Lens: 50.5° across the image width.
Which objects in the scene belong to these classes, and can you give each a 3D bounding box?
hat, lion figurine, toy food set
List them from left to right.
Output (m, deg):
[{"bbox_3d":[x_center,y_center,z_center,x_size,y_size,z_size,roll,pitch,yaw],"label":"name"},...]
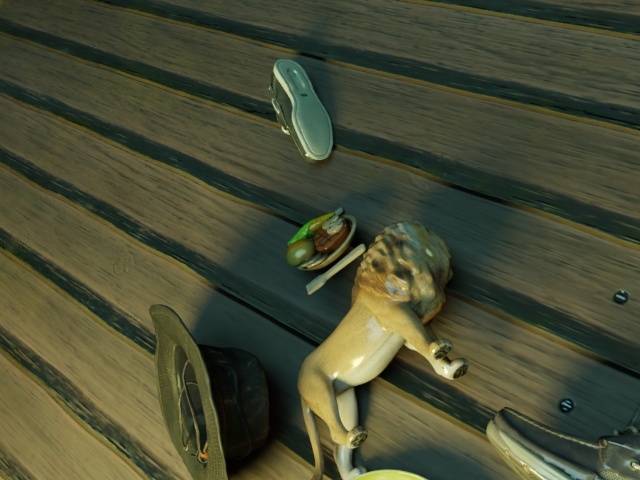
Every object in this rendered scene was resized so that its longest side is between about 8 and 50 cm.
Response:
[{"bbox_3d":[-0.153,0.233,1.038,0.134,0.331,0.331,-15,50,-26],"label":"hat"},{"bbox_3d":[0.000,0.000,1.097,0.132,0.038,0.192,-39,24,5],"label":"toy food set"},{"bbox_3d":[0.062,0.159,0.984,0.392,0.142,0.240,-46,47,5],"label":"lion figurine"}]

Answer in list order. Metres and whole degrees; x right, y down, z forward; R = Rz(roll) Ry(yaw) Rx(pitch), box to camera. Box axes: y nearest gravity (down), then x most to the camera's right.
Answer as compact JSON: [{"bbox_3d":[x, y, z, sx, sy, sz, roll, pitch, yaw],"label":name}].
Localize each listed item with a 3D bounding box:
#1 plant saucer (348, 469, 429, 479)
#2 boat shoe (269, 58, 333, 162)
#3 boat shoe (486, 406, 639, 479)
[{"bbox_3d":[0.089,0.420,0.868,0.241,0.037,0.240,-12,56,18],"label":"plant saucer"},{"bbox_3d":[-0.040,-0.234,1.284,0.079,0.084,0.233,-52,51,45],"label":"boat shoe"},{"bbox_3d":[0.368,0.285,0.781,0.356,0.132,0.130,28,71,26],"label":"boat shoe"}]
